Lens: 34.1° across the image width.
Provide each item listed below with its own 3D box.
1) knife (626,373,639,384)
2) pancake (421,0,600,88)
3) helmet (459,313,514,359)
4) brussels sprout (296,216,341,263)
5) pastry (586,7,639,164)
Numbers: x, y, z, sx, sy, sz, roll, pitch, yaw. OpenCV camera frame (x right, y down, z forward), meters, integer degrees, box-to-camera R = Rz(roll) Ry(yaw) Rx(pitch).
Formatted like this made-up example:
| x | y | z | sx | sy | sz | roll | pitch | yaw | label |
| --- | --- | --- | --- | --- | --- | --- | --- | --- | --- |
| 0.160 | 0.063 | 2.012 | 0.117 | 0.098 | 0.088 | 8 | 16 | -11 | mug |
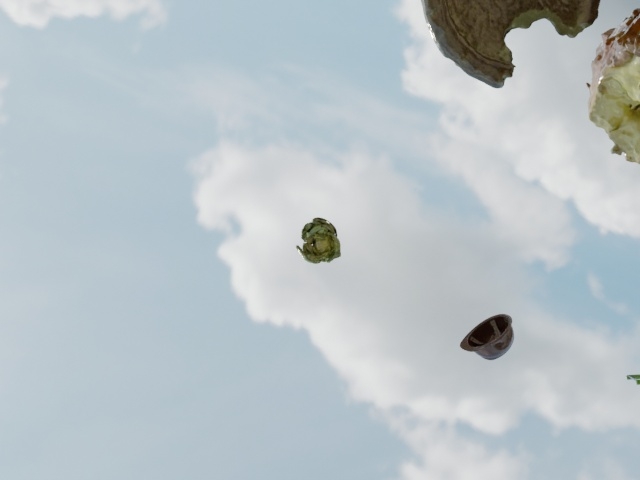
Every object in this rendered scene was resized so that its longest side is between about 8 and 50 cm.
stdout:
| x | y | z | sx | sy | sz | roll | pitch | yaw | label |
| --- | --- | --- | --- | --- | --- | --- | --- | --- | --- |
| 0.654 | 0.281 | 2.037 | 0.054 | 0.015 | 0.212 | 0 | 180 | 0 | knife |
| 0.248 | -0.334 | 1.333 | 0.288 | 0.286 | 0.033 | 11 | 173 | -27 | pancake |
| 0.326 | 0.195 | 1.978 | 0.057 | 0.111 | 0.089 | 58 | 170 | -22 | helmet |
| 0.000 | 0.000 | 1.870 | 0.085 | 0.085 | 0.058 | 29 | -170 | 2 | brussels sprout |
| 0.549 | -0.236 | 1.338 | 0.337 | 0.405 | 0.292 | -39 | -88 | -10 | pastry |
